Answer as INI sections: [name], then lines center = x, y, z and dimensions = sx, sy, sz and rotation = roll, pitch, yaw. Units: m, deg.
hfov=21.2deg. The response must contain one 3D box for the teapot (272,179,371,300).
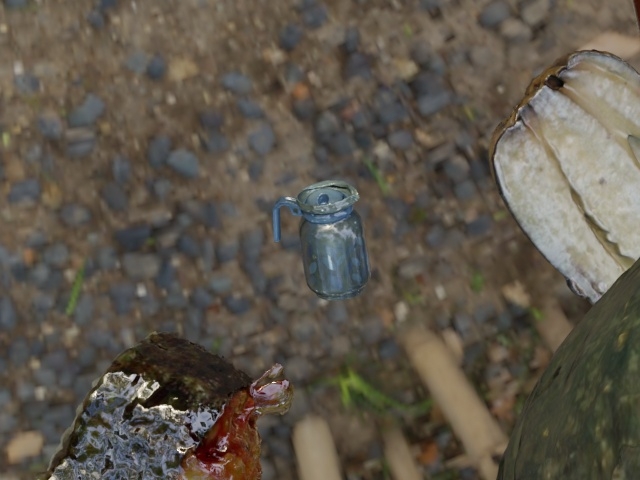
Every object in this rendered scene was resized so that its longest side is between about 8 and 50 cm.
[teapot]
center = 0.004, -0.002, 1.251
dimensions = 0.049, 0.063, 0.083
rotation = -31, 124, -37

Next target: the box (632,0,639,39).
[box]
center = 0.341, -0.296, 1.422
dimensions = 0.122, 0.344, 0.385
rotation = 2, 156, 18

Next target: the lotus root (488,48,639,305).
[lotus root]
center = 0.251, -0.024, 1.419
dimensions = 0.167, 0.078, 0.329
rotation = -41, 121, -2

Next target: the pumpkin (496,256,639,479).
[pumpkin]
center = 0.223, 0.141, 0.651
dimensions = 0.327, 0.257, 0.291
rotation = 43, 135, 5

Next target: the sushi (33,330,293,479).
[sushi]
center = -0.161, 0.232, 1.570
dimensions = 0.182, 0.196, 0.343
rotation = 33, 102, 1
